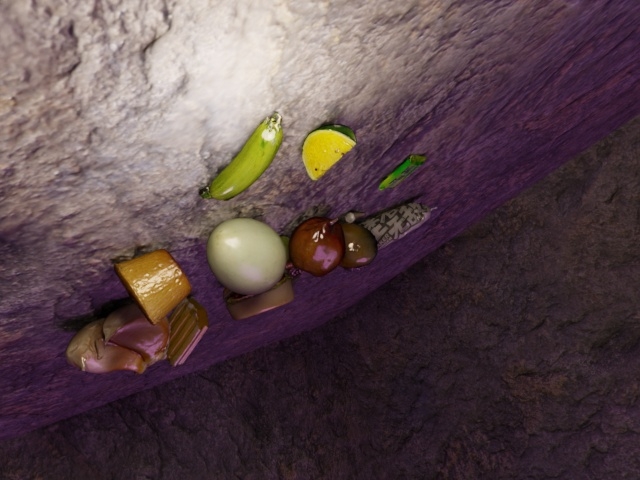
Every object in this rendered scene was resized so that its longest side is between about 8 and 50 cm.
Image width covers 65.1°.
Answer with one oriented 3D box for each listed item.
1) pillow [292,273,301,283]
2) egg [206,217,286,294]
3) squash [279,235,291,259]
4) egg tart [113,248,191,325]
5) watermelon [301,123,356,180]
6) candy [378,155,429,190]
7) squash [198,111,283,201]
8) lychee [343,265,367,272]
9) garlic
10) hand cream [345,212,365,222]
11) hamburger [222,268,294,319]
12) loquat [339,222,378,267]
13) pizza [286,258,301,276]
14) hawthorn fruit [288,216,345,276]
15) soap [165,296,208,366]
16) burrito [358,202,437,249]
[{"bbox_3d":[-0.229,0.233,2.299,0.302,0.075,0.184,-35,171,35],"label":"pillow"},{"bbox_3d":[-0.218,0.040,1.445,0.218,0.219,0.295,-29,151,8],"label":"egg"},{"bbox_3d":[-0.185,0.062,1.810,0.191,0.085,0.184,-32,165,12],"label":"squash"},{"bbox_3d":[-0.455,0.114,1.375,0.147,0.203,0.203,-36,168,-21],"label":"egg tart"},{"bbox_3d":[0.003,-0.225,1.193,0.075,0.092,0.181,1,159,-34],"label":"watermelon"},{"bbox_3d":[0.284,-0.234,1.727,0.102,0.032,0.178,-15,160,-47],"label":"candy"},{"bbox_3d":[-0.163,-0.172,1.120,0.318,0.080,0.071,-37,-160,36],"label":"squash"},{"bbox_3d":[0.153,0.064,2.220,0.165,0.165,0.197,-35,-164,26],"label":"lychee"},{"bbox_3d":[-0.667,0.336,1.674,0.285,0.250,0.313,-16,150,24],"label":"garlic"},{"bbox_3d":[0.134,-0.092,1.947,0.061,0.039,0.143,-38,171,18],"label":"hand cream"},{"bbox_3d":[-0.241,0.199,1.972,0.299,0.176,0.300,-21,175,-2],"label":"hamburger"},{"bbox_3d":[0.112,0.021,1.932,0.227,0.180,0.179,15,-170,33],"label":"loquat"},{"bbox_3d":[-0.132,0.124,2.121,0.154,0.069,0.194,-15,161,-36],"label":"pizza"},{"bbox_3d":[0.000,0.000,1.735,0.207,0.208,0.248,-17,148,-33],"label":"hawthorn fruit"},{"bbox_3d":[-0.526,0.345,1.912,0.232,0.140,0.073,-54,162,7],"label":"soap"},{"bbox_3d":[0.298,-0.064,2.112,0.445,0.139,0.101,-27,161,-15],"label":"burrito"}]
